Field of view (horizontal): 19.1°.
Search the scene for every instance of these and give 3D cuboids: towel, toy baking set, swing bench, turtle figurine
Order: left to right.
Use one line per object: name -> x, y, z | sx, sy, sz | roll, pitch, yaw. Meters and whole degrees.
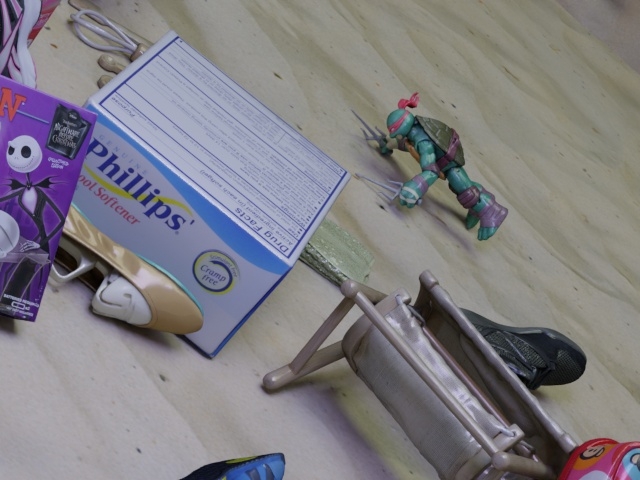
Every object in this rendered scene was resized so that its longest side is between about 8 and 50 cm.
toy baking set -> -0.208, -0.215, 2.321 | 0.197, 0.030, 0.256 | 14, 36, -44
towel -> 0.000, 0.000, 2.262 | 0.148, 0.027, 0.110 | 37, 24, -7
turtle figurine -> 0.143, -0.101, 2.540 | 0.234, 0.118, 0.175 | 39, 24, -16
swing bench -> 0.122, 0.173, 1.984 | 0.253, 0.165, 0.255 | 49, 26, 20

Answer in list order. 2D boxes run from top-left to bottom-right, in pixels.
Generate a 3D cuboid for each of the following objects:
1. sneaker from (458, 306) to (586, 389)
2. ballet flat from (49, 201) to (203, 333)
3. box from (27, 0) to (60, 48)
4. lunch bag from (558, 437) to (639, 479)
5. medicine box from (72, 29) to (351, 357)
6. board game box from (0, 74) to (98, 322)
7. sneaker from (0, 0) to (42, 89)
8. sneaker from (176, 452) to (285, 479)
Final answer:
sneaker -> 0.236, 0.161, 2.263 | 0.227, 0.087, 0.130 | 17, 35, -35
ballet flat -> -0.222, 0.032, 1.868 | 0.232, 0.080, 0.073 | 38, 53, 1
box -> -0.404, -0.282, 2.010 | 0.142, 0.154, 0.300 | 46, 26, 11
lunch bag -> 0.345, 0.366, 1.933 | 0.293, 0.258, 0.120 | 33, -17, -22
medicine box -> -0.137, -0.057, 2.019 | 0.263, 0.149, 0.289 | 39, 25, -3
board game box -> -0.374, -0.071, 1.663 | 0.347, 0.208, 0.056 | 20, -11, -37
sneaker -> -0.342, -0.196, 1.957 | 0.072, 0.178, 0.077 | 24, 28, 38
sneaker -> -0.082, 0.243, 1.719 | 0.209, 0.069, 0.082 | -16, 93, -71
